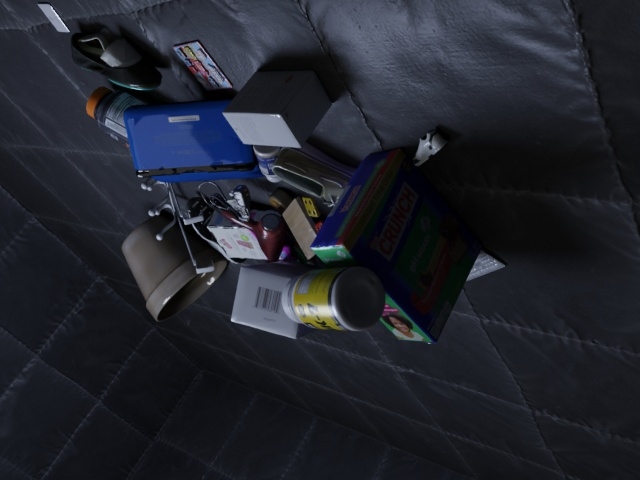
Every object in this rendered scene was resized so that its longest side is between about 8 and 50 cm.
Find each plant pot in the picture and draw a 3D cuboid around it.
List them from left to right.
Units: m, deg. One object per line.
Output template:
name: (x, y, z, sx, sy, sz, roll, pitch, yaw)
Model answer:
plant pot: (-0.536, 0.076, 2.462, 0.280, 0.323, 0.323, 47, 158, 9)

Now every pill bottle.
pill bottle: (-0.487, -0.310, 1.832, 0.245, 0.130, 0.130, 30, 156, 10)
pill bottle: (-0.117, -0.194, 1.668, 0.067, 0.067, 0.120, 23, 154, 21)
pill bottle: (0.019, 0.113, 1.359, 0.119, 0.119, 0.208, 44, 154, -22)

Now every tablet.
tablet: (-0.664, -0.553, 1.744, 0.054, 0.006, 0.083, 15, 150, 36)

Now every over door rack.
over door rack: (-0.440, -0.074, 2.072, 0.324, 0.108, 0.240, 49, 156, 35)

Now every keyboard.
keyboard: (0.339, 0.069, 1.666, 0.072, 0.014, 0.256, 37, 156, -8)

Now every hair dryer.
hair dryer: (-0.180, -0.053, 1.869, 0.223, 0.080, 0.294, 12, 142, 53)

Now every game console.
game console: (-0.296, -0.235, 1.713, 0.292, 0.173, 0.250, -3, 117, 6)

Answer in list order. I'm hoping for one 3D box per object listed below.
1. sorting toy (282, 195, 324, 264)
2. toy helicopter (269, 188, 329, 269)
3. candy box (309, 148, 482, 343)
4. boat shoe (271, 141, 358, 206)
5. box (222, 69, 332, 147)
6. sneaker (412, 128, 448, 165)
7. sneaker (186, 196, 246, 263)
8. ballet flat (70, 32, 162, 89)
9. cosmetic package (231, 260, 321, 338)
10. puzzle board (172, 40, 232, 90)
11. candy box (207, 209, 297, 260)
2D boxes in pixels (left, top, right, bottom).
sorting toy: (-0.025, -0.036, 1.682, 0.132, 0.046, 0.274, 60, 159, 6)
toy helicopter: (0.000, 0.000, 1.865, 0.355, 0.140, 0.235, 44, 165, 2)
candy box: (0.166, 0.013, 1.460, 0.317, 0.268, 0.122, 45, 150, -24)
boat shoe: (0.030, -0.121, 1.591, 0.302, 0.094, 0.109, 29, 156, 10)
box: (-0.087, -0.267, 1.417, 0.170, 0.130, 0.091, 12, 147, 41)
sneaker: (0.204, -0.179, 1.346, 0.044, 0.040, 0.109, 51, 152, 1)
sneaker: (-0.338, -0.030, 2.219, 0.108, 0.100, 0.272, 17, 151, 51)
ballet flat: (-0.499, -0.434, 1.668, 0.280, 0.095, 0.096, 21, 141, 26)
cosmetic package: (-0.072, 0.149, 1.918, 0.196, 0.155, 0.365, 12, -176, 19)
puzzle board: (-0.263, -0.385, 1.559, 0.096, 0.011, 0.128, 7, 145, 46)
candy box: (-0.186, -0.017, 2.020, 0.233, 0.071, 0.159, 2, 144, 23)
